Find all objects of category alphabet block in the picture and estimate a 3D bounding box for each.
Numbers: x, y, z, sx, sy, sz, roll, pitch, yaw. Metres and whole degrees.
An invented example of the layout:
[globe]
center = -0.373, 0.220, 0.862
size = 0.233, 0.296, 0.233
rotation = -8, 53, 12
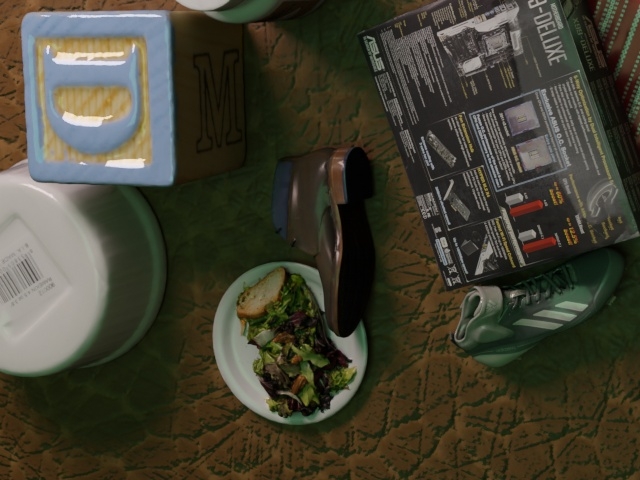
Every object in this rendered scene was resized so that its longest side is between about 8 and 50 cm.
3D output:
[alphabet block]
center = -0.209, -0.168, 1.716
size = 0.192, 0.197, 0.193
rotation = 4, 100, 21

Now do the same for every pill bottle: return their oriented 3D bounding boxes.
[pill bottle]
center = -0.079, -0.301, 1.626
size = 0.131, 0.229, 0.131
rotation = 4, 100, 21

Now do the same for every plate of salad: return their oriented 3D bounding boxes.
[plate of salad]
center = -0.041, 0.125, 1.782
size = 0.200, 0.048, 0.199
rotation = 3, 100, 20

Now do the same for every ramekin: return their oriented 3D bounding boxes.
[ramekin]
center = -0.340, 0.034, 1.833
size = 0.277, 0.135, 0.277
rotation = 3, 100, 20

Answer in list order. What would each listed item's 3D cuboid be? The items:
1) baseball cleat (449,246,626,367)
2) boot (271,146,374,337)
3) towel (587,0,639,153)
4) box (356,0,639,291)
[baseball cleat]
center = 0.232, 0.066, 1.637
size = 0.206, 0.109, 0.072
rotation = -41, 39, 21
[boot]
center = 0.000, 0.000, 1.739
size = 0.106, 0.082, 0.219
rotation = 4, 93, 33
[towel]
center = 0.384, -0.149, 1.584
size = 0.275, 0.031, 0.199
rotation = 25, 106, 15
[box]
center = 0.199, -0.123, 1.607
size = 0.242, 0.076, 0.307
rotation = -19, 92, 35
